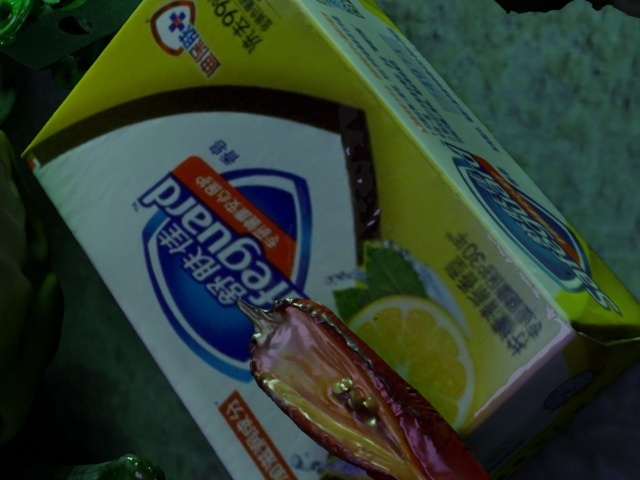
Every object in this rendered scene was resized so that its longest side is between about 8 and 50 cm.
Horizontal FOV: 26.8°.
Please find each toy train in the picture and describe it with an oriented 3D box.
[{"bbox_3d":[-0.182,-0.132,0.757,0.251,0.085,0.119,-20,58,26],"label":"toy train"}]

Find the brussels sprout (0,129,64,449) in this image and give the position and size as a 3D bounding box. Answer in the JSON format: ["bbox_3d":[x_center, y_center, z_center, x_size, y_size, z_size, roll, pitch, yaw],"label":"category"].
[{"bbox_3d":[-0.243,0.030,0.647,0.259,0.227,0.294,31,105,65],"label":"brussels sprout"}]

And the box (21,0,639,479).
[{"bbox_3d":[0.000,0.000,0.607,0.168,0.097,0.265,-46,63,20],"label":"box"}]

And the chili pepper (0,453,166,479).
[{"bbox_3d":[-0.175,0.142,0.731,0.227,0.059,0.088,-15,72,29],"label":"chili pepper"}]

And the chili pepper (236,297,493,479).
[{"bbox_3d":[0.031,0.075,0.503,0.178,0.027,0.045,40,110,30],"label":"chili pepper"}]

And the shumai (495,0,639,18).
[{"bbox_3d":[0.215,-0.134,0.404,0.288,0.292,0.330,41,85,22],"label":"shumai"}]
